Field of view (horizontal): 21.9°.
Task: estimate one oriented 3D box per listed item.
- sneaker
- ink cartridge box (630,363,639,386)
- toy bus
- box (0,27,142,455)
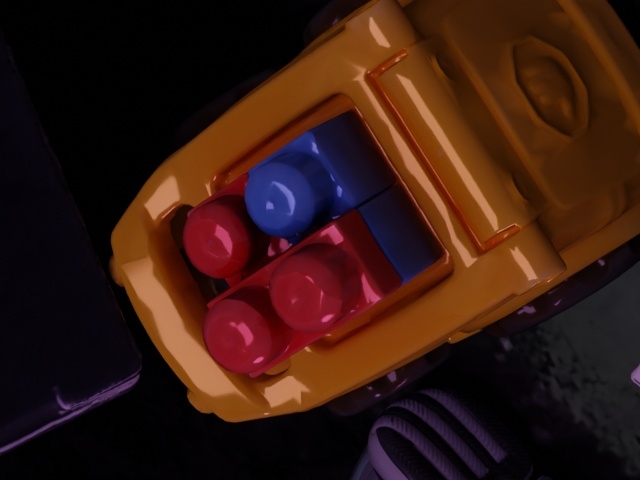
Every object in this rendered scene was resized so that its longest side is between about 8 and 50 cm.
[{"bbox_3d":[0.095,0.168,0.707,0.223,0.083,0.098,49,137,16],"label":"sneaker"},{"bbox_3d":[0.169,0.014,0.576,0.052,0.122,0.088,39,120,12],"label":"ink cartridge box"},{"bbox_3d":[0.000,0.000,0.614,0.220,0.211,0.149,-32,91,34],"label":"toy bus"},{"bbox_3d":[-0.313,0.033,0.669,0.395,0.294,0.212,-11,103,56],"label":"box"}]
